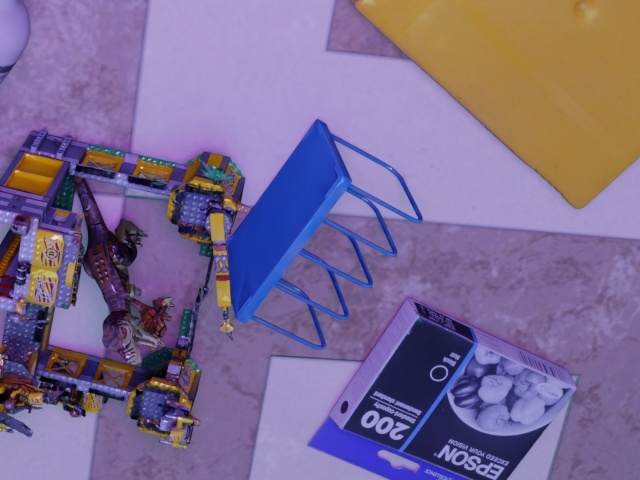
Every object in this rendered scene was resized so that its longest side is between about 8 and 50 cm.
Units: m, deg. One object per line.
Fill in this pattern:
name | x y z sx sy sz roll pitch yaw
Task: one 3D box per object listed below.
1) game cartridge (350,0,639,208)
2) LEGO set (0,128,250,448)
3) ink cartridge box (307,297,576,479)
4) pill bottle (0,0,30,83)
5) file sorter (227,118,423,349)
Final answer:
game cartridge | 0.234 -0.220 1.386 0.285 0.052 0.324 -43 119 14
LEGO set | -0.202 0.066 1.358 0.255 0.192 0.331 21 117 -5
ink cartridge box | 0.125 0.185 1.588 0.206 0.045 0.208 24 113 -21
pill bottle | -0.350 -0.158 1.243 0.176 0.176 0.318 32 109 -23
file sorter | 0.000 0.000 1.424 0.104 0.118 0.170 28 111 -25
